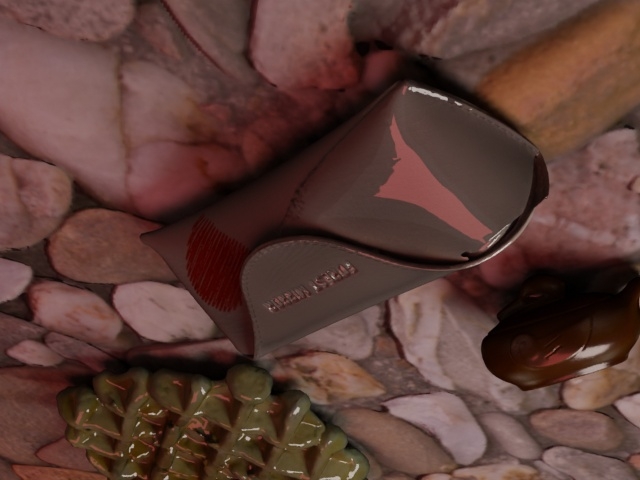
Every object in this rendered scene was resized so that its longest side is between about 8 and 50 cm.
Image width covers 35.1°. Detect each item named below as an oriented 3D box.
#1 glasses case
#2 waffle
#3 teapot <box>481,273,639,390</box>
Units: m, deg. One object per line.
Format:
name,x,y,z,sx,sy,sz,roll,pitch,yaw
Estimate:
glasses case,-0.002,-0.002,0.697,0.128,0.083,0.308,36,136,-29
waffle,-0.102,0.219,1.024,0.291,0.056,0.309,-7,137,23
teapot,0.178,0.060,0.742,0.129,0.078,0.098,-21,173,23
